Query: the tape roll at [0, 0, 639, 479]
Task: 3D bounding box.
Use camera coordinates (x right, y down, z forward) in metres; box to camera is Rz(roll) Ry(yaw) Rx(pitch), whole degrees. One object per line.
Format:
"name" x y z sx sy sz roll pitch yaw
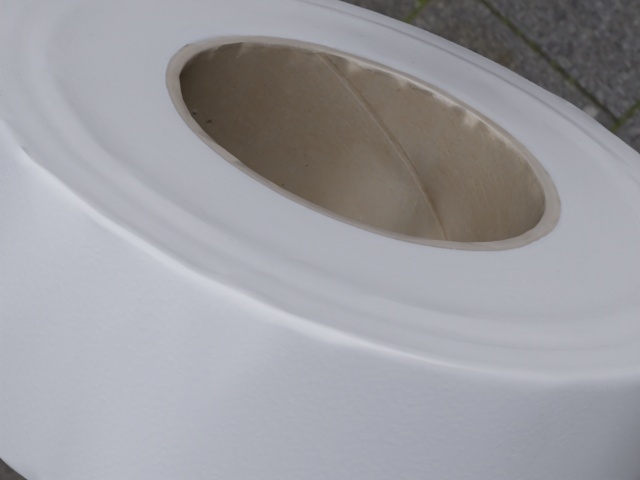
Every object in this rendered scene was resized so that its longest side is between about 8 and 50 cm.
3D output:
"tape roll" 0.000 0.000 0.483 0.286 0.286 0.100 53 131 45
